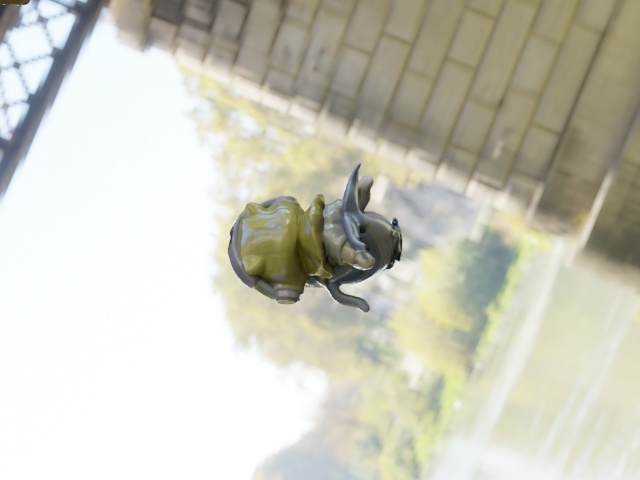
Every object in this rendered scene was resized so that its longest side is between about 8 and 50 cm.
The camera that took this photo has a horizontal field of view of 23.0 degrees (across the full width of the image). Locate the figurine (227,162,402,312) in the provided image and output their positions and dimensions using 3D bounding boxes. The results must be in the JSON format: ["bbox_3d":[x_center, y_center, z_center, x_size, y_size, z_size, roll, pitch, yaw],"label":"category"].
[{"bbox_3d":[0.000,0.000,1.661,0.208,0.184,0.128,128,143,-60],"label":"figurine"}]

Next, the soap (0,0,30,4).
[{"bbox_3d":[-0.355,-0.271,1.521,0.252,0.092,0.037,41,135,54],"label":"soap"}]
